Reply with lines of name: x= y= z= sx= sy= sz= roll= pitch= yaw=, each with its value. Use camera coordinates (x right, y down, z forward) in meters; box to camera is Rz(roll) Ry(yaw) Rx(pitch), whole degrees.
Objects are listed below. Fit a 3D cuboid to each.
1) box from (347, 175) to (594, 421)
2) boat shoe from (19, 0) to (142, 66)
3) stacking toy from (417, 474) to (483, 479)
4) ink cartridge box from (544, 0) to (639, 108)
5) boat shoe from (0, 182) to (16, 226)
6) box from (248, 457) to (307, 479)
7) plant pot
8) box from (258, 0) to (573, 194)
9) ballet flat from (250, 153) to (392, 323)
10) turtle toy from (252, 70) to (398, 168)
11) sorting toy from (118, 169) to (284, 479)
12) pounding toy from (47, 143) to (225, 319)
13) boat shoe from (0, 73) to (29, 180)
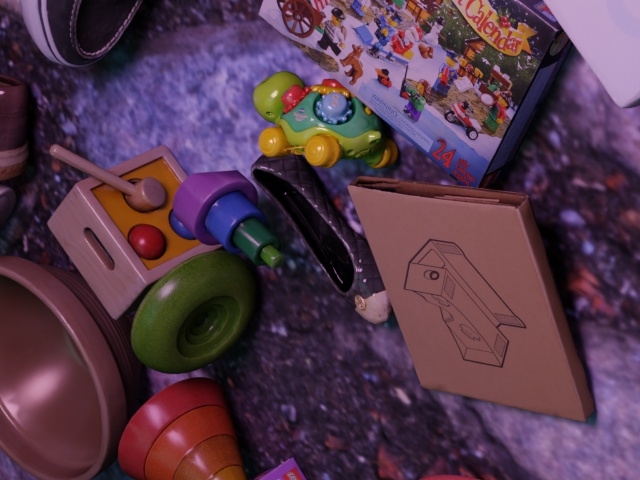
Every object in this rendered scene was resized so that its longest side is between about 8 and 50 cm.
box: x=0.115 y=0.044 z=1.264 sx=0.164 sy=0.021 sz=0.201 roll=8 pitch=131 yaw=42
boat shoe: x=-0.152 y=-0.260 z=1.317 sx=0.119 sy=0.121 sz=0.335 roll=44 pitch=133 yaw=24
stacking toy: x=0.125 y=0.369 z=1.341 sx=0.279 sy=0.130 sz=0.309 roll=21 pitch=118 yaw=27
ink cartridge box: x=0.190 y=-0.317 z=0.981 sx=0.385 sy=0.091 sz=0.308 roll=55 pitch=137 yaw=5
boat shoe: x=-0.409 y=-0.002 z=1.714 sx=0.091 sy=0.109 sz=0.305 roll=52 pitch=141 yaw=2
box: x=-0.024 y=0.370 z=1.580 sx=0.201 sy=0.057 sz=0.293 roll=-34 pitch=87 yaw=47
plant pot: x=-0.254 y=0.115 z=1.627 sx=0.237 sy=0.109 sz=0.237 roll=22 pitch=124 yaw=36
box: x=0.068 y=-0.166 z=1.212 sx=0.233 sy=0.044 sz=0.159 roll=41 pitch=135 yaw=20
ballet flat: x=0.000 y=0.000 z=1.364 sx=0.173 sy=0.049 sz=0.057 roll=54 pitch=138 yaw=7
turtle toy: x=-0.002 y=-0.096 z=1.294 sx=0.130 sy=0.095 sz=0.066 roll=15 pitch=101 yaw=39
sorting toy: x=-0.083 y=0.112 z=1.432 sx=0.126 sy=0.127 sz=0.365 roll=43 pitch=137 yaw=35
pounding toy: x=-0.169 y=-0.024 z=1.454 sx=0.141 sy=0.130 sz=0.100 roll=54 pitch=137 yaw=8
boat shoe: x=-0.423 y=-0.176 z=1.636 sx=0.342 sy=0.123 sz=0.123 roll=28 pitch=120 yaw=26
